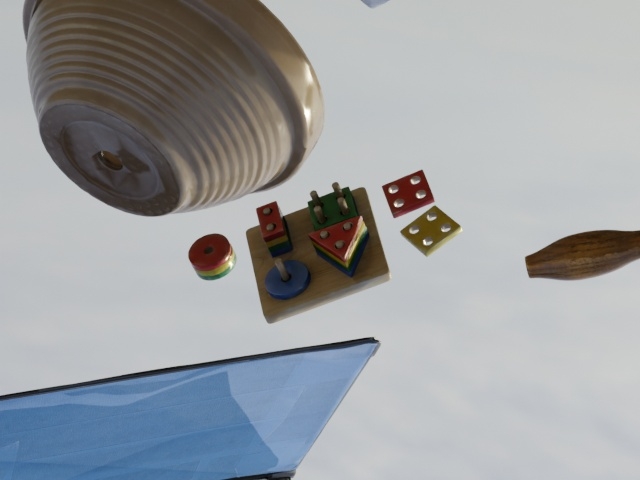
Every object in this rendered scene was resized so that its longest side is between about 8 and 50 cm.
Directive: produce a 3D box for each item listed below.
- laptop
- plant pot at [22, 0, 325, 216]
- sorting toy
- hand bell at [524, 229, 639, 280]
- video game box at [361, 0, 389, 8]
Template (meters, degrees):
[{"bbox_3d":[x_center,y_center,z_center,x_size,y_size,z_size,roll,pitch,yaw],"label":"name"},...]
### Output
[{"bbox_3d":[-0.153,0.290,1.566,0.382,0.408,0.236,-7,-173,-23],"label":"laptop"},{"bbox_3d":[-0.125,-0.096,1.404,0.237,0.237,0.110,13,-126,25],"label":"plant pot"},{"bbox_3d":[0.000,0.000,1.955,0.274,0.046,0.132,-20,-137,6],"label":"sorting toy"},{"bbox_3d":[0.288,0.000,1.601,0.242,0.126,0.126,-13,-173,10],"label":"hand bell"},{"bbox_3d":[0.015,-0.284,1.246,0.205,0.187,0.048,38,160,-15],"label":"video game box"}]
